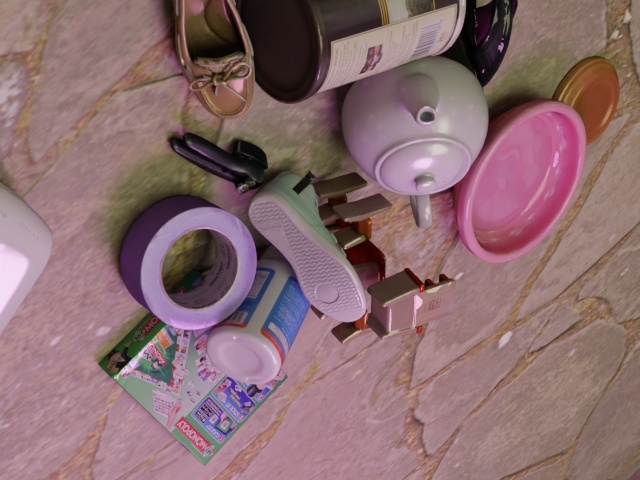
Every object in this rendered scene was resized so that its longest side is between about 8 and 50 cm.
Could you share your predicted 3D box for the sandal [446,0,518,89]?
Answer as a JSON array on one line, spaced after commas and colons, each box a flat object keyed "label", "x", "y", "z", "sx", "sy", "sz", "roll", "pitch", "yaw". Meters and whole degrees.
[{"label": "sandal", "x": 0.270, "y": -0.329, "z": 1.915, "sx": 0.445, "sy": 0.107, "sz": 0.167, "roll": 79, "pitch": 21, "yaw": -47}]

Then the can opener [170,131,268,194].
[{"label": "can opener", "x": -0.151, "y": -0.119, "z": 1.738, "sx": 0.059, "sy": 0.073, "sz": 0.186, "roll": -31, "pitch": 149, "yaw": 34}]

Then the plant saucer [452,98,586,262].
[{"label": "plant saucer", "x": 0.368, "y": -0.121, "z": 2.212, "sx": 0.332, "sy": 0.084, "sz": 0.332, "roll": -23, "pitch": 130, "yaw": -31}]

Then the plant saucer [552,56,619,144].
[{"label": "plant saucer", "x": 0.530, "y": -0.266, "z": 2.309, "sx": 0.200, "sy": 0.037, "sz": 0.200, "roll": -24, "pitch": 130, "yaw": -31}]

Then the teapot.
[{"label": "teapot", "x": 0.154, "y": -0.153, "z": 1.837, "sx": 0.256, "sy": 0.187, "sz": 0.252, "roll": 20, "pitch": 140, "yaw": -38}]

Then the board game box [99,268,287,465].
[{"label": "board game box", "x": -0.199, "y": 0.215, "z": 1.911, "sx": 0.213, "sy": 0.046, "sz": 0.317, "roll": -45, "pitch": 139, "yaw": -11}]

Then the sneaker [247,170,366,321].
[{"label": "sneaker", "x": 0.000, "y": -0.001, "z": 1.830, "sx": 0.094, "sy": 0.151, "sz": 0.256, "roll": -31, "pitch": 104, "yaw": 27}]

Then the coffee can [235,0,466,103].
[{"label": "coffee can", "x": 0.041, "y": -0.328, "z": 1.662, "sx": 0.275, "sy": 0.201, "sz": 0.201, "roll": -23, "pitch": 130, "yaw": -33}]

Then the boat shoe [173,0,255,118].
[{"label": "boat shoe", "x": -0.151, "y": -0.277, "z": 1.571, "sx": 0.105, "sy": 0.089, "sz": 0.285, "roll": -16, "pitch": 126, "yaw": 0}]

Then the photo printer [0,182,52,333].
[{"label": "photo printer", "x": -0.497, "y": 0.050, "z": 1.460, "sx": 0.307, "sy": 0.107, "sz": 0.256, "roll": -56, "pitch": 140, "yaw": 0}]

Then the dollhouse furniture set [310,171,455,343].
[{"label": "dollhouse furniture set", "x": 0.092, "y": 0.048, "z": 1.922, "sx": 0.135, "sy": 0.259, "sz": 0.262, "roll": -18, "pitch": 130, "yaw": -24}]

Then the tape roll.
[{"label": "tape roll", "x": -0.195, "y": 0.032, "z": 1.730, "sx": 0.189, "sy": 0.080, "sz": 0.189, "roll": -10, "pitch": 109, "yaw": -29}]

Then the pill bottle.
[{"label": "pill bottle", "x": -0.085, "y": 0.108, "z": 1.837, "sx": 0.221, "sy": 0.124, "sz": 0.124, "roll": -62, "pitch": 152, "yaw": -43}]
